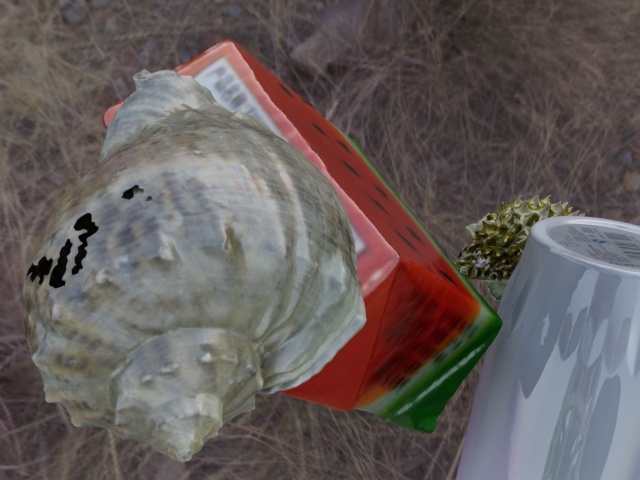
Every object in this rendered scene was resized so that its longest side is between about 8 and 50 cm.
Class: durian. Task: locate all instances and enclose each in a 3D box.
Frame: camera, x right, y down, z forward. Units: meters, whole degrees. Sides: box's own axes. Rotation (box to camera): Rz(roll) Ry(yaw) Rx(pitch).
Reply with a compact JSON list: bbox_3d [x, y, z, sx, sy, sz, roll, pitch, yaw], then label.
[{"bbox_3d":[0.317,0.032,1.346,0.306,0.166,0.172,10,58,-33],"label":"durian"}]

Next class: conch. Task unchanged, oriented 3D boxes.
[{"bbox_3d":[-0.057,0.006,0.435,0.155,0.130,0.207,13,48,-25],"label":"conch"}]

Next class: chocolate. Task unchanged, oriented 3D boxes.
[{"bbox_3d":[0.000,0.000,0.933,0.161,0.341,0.360,-43,60,10],"label":"chocolate"}]

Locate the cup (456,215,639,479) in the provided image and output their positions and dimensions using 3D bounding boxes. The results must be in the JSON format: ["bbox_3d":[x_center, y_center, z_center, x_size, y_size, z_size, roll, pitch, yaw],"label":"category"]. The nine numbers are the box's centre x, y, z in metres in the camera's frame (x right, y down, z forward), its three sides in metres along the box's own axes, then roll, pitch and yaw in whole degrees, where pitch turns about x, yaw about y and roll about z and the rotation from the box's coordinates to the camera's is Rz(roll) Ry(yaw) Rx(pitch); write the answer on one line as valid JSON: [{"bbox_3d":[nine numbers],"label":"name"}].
[{"bbox_3d":[0.312,0.174,1.091,0.253,0.253,0.372,11,109,14],"label":"cup"}]
